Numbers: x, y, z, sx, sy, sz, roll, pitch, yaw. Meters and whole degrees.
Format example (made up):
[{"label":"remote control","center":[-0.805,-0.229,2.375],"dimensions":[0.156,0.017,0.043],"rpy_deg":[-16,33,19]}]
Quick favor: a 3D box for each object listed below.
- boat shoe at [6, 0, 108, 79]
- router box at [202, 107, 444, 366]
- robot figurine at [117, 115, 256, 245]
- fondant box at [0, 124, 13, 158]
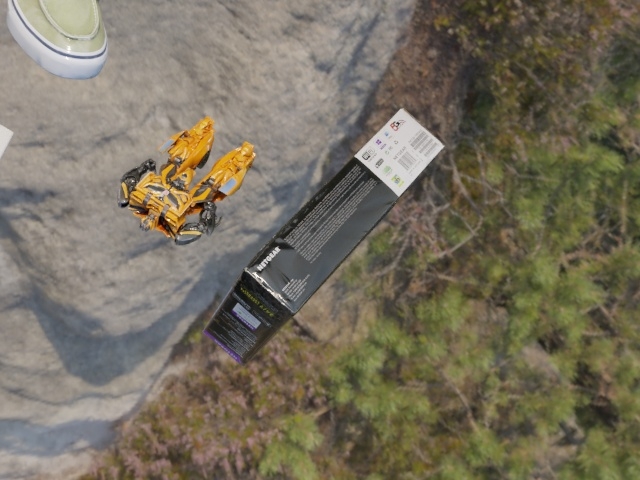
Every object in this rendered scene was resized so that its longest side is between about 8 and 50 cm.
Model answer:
[{"label":"boat shoe","center":[-0.326,-0.318,0.944],"dimensions":[0.109,0.302,0.094],"rpy_deg":[-3,141,-35]},{"label":"router box","center":[0.000,0.000,0.562],"dimensions":[0.179,0.046,0.133],"rpy_deg":[-47,178,-31]},{"label":"robot figurine","center":[-0.263,-0.120,1.545],"dimensions":[0.291,0.211,0.085],"rpy_deg":[-54,173,-41]},{"label":"fondant box","center":[-0.688,-0.047,1.390],"dimensions":[0.096,0.238,0.330],"rpy_deg":[30,132,-24]}]
